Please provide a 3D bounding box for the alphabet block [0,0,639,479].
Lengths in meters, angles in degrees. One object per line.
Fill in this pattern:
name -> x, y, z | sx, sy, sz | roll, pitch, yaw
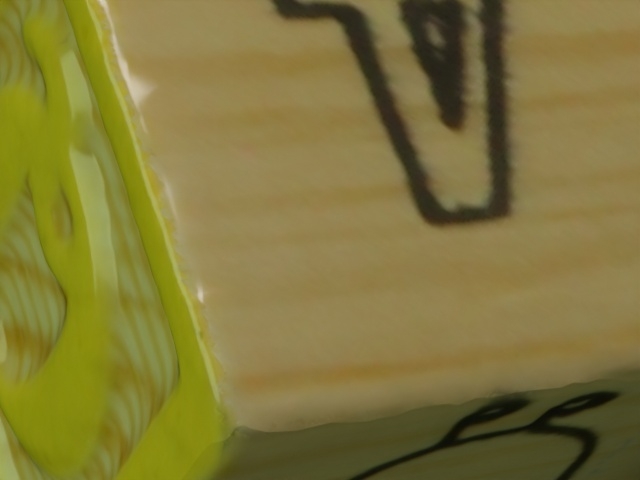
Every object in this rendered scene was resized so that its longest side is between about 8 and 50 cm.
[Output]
alphabet block -> 0.000, 0.000, 0.568 | 0.192, 0.197, 0.193 | -56, 49, 50
